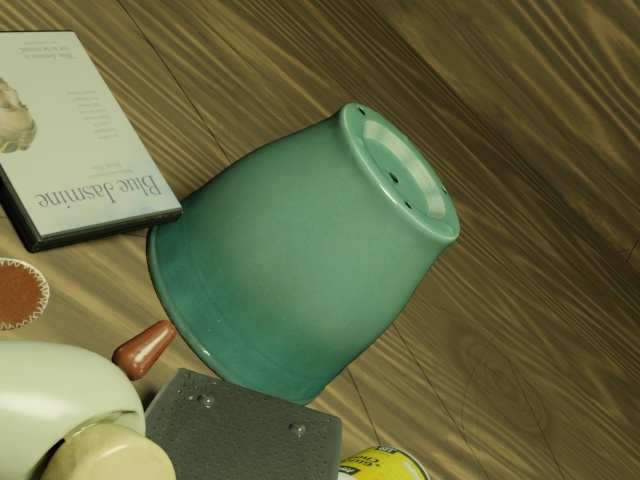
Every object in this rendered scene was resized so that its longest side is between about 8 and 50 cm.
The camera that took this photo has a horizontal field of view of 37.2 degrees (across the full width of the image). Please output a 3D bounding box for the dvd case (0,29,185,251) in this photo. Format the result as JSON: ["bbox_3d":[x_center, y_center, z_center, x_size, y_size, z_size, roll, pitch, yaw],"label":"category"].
[{"bbox_3d":[-0.266,-0.110,0.950,0.180,0.022,0.253,-16,68,-49],"label":"dvd case"}]

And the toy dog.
[{"bbox_3d":[-0.199,0.061,0.571,0.220,0.161,0.334,20,-23,28],"label":"toy dog"}]

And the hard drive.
[{"bbox_3d":[-0.080,0.210,0.741,0.172,0.054,0.255,17,30,2],"label":"hard drive"}]

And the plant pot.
[{"bbox_3d":[0.000,0.000,1.027,0.271,0.255,0.272,40,26,-24],"label":"plant pot"}]

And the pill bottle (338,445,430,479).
[{"bbox_3d":[0.029,0.259,0.888,0.103,0.103,0.184,58,24,15],"label":"pill bottle"}]
